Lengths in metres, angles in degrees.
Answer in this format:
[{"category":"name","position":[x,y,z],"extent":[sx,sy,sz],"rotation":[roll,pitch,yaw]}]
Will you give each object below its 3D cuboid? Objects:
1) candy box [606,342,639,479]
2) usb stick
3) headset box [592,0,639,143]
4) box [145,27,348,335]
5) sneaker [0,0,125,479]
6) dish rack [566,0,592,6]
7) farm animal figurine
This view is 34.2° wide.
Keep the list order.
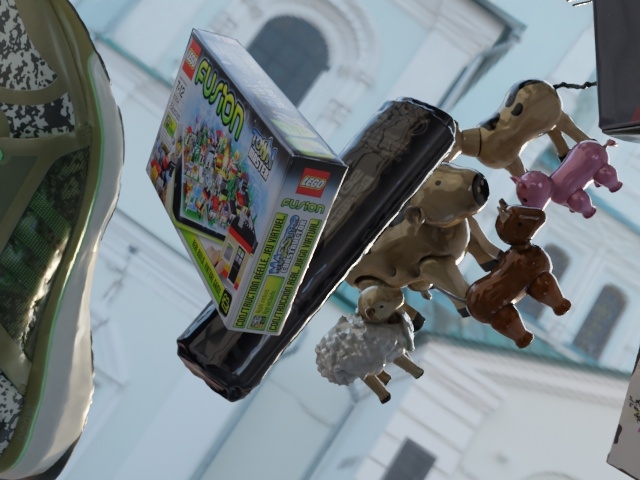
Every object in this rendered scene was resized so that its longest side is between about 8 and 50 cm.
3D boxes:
[{"category":"candy box","position":[0.309,0.137,0.710],"extent":[0.196,0.070,0.165],"rotation":[30,-35,28]},{"category":"usb stick","position":[0.000,0.000,0.785],"extent":[0.077,0.278,0.045],"rotation":[27,-21,37]},{"category":"headset box","position":[0.221,-0.163,0.396],"extent":[0.218,0.293,0.110],"rotation":[-5,-3,42]},{"category":"box","position":[-0.055,-0.045,0.655],"extent":[0.036,0.114,0.207],"rotation":[10,25,-29]},{"category":"sneaker","position":[-0.260,-0.005,0.752],"extent":[0.158,0.410,0.182],"rotation":[8,8,37]},{"category":"dish rack","position":[0.382,-0.348,1.106],"extent":[0.074,0.271,0.208],"rotation":[48,-35,39]},{"category":"farm animal figurine","position":[0.133,-0.029,1.078],"extent":[0.326,0.330,0.172],"rotation":[-33,-69,34]}]
